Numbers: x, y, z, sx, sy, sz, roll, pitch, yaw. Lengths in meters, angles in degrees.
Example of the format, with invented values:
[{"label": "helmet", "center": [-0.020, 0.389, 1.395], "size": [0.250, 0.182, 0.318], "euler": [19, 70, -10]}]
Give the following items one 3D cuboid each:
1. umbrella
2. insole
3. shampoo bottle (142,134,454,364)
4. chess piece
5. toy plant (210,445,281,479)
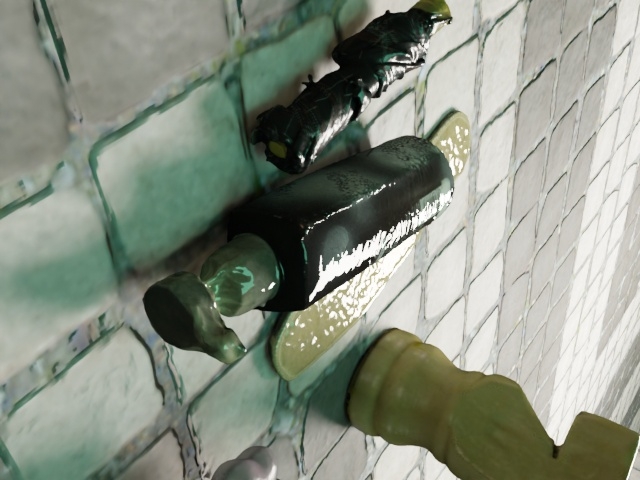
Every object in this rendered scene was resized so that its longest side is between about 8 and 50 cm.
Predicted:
[{"label": "umbrella", "center": [0.020, -0.087, 0.380], "size": [0.144, 0.040, 0.037], "euler": [-45, 150, -28]}, {"label": "insole", "center": [0.045, -0.001, 0.497], "size": [0.248, 0.011, 0.081], "euler": [-50, 144, -28]}, {"label": "shampoo bottle", "center": [-0.001, -0.001, 0.377], "size": [0.208, 0.064, 0.057], "euler": [-31, 124, -45]}, {"label": "chess piece", "center": [0.125, 0.141, 0.526], "size": [0.090, 0.200, 0.090], "euler": [-36, 137, -42]}, {"label": "toy plant", "center": [-0.071, 0.236, 0.369], "size": [0.243, 0.113, 0.232], "euler": [-50, 147, -37]}]
